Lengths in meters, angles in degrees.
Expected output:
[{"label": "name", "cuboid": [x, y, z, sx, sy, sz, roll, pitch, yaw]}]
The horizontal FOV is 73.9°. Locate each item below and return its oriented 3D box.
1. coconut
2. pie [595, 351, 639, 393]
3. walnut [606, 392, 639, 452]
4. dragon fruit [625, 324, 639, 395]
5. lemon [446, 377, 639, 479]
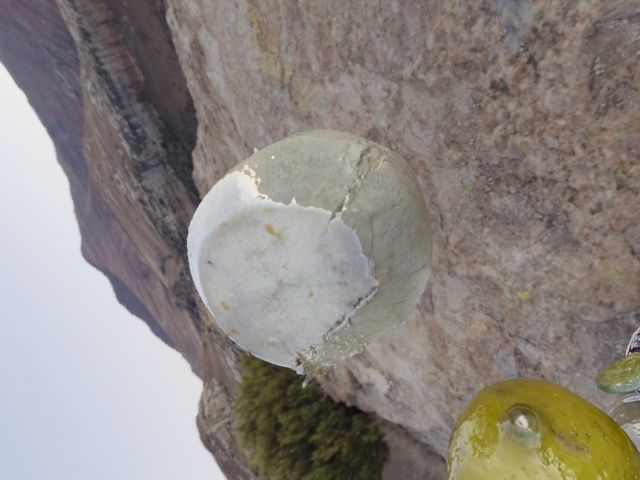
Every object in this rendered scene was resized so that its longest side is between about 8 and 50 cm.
[{"label": "coconut", "cuboid": [0.000, 0.000, 0.653, 0.347, 0.346, 0.360, 64, -161, -13]}, {"label": "pie", "cuboid": [0.394, 0.170, 0.544, 0.021, 0.084, 0.084, 58, 162, 9]}, {"label": "walnut", "cuboid": [0.697, 0.432, 0.847, 0.248, 0.248, 0.248, 51, 160, 26]}, {"label": "dragon fruit", "cuboid": [0.641, 0.210, 0.676, 0.148, 0.224, 0.218, 35, -165, -12]}, {"label": "lemon", "cuboid": [0.296, 0.325, 0.578, 0.258, 0.257, 0.310, 38, 157, 49]}]
